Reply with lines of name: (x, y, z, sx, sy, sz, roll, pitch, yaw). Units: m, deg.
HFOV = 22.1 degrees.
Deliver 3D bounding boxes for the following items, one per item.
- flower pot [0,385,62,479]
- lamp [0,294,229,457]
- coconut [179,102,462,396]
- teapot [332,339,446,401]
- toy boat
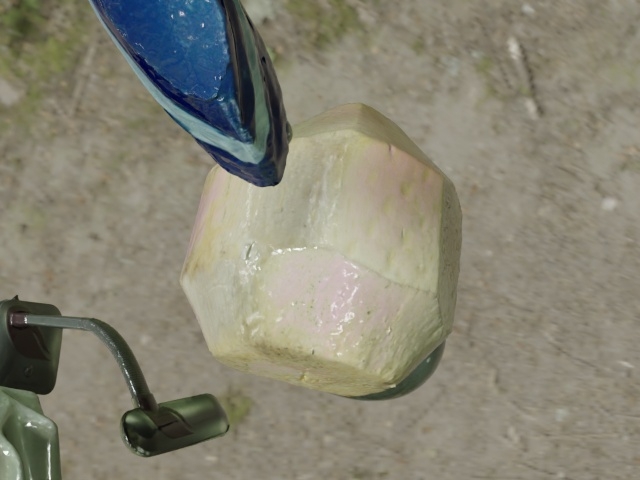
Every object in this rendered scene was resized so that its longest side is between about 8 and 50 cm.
flower pot: (-0.377, 0.175, 1.378, 0.367, 0.254, 0.165, 32, 127, 58)
lamp: (-0.249, 0.158, 1.976, 0.283, 0.203, 0.125, 18, 93, 34)
coconut: (0.000, 0.000, 1.265, 0.237, 0.197, 0.237, -30, 48, 40)
teapot: (0.047, 0.091, 1.839, 0.294, 0.193, 0.129, 123, 164, -52)
toy boat: (-0.092, -0.158, 0.934, 0.070, 0.210, 0.292, -27, 34, 4)
